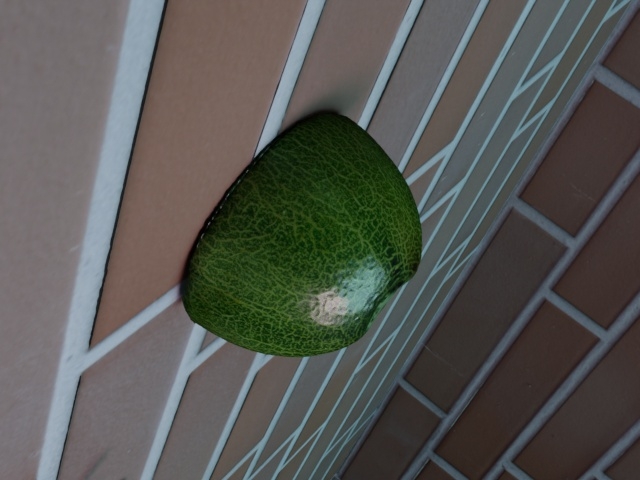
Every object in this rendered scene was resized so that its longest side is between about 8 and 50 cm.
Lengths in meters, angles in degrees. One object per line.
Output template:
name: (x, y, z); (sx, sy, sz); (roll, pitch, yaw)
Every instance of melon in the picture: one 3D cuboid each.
melon: (0.000, 0.000, 0.950); (0.265, 0.169, 0.129); (-51, 165, -12)
